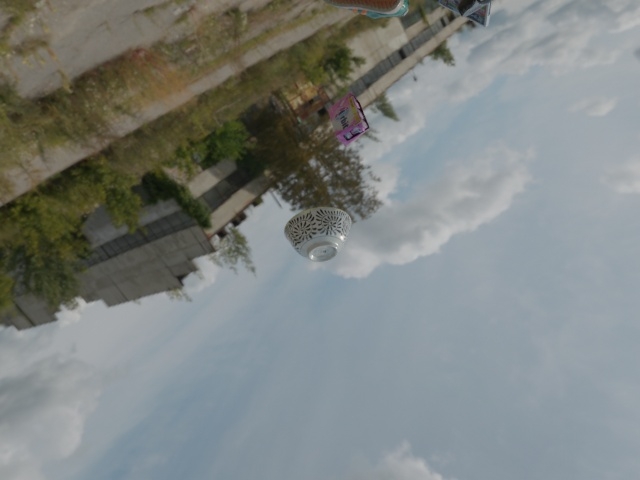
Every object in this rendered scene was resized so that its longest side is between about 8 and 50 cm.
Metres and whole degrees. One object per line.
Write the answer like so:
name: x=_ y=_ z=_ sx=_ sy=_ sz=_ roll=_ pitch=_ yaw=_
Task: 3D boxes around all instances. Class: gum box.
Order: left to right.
gum box: x=0.099 y=-0.427 z=1.834 sx=0.107 sy=0.062 sz=0.188 roll=-33 pitch=-138 yaw=21

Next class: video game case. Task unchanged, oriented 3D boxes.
video game case: x=0.478 y=-0.819 z=1.716 sx=0.023 sy=0.201 sz=0.183 roll=-48 pitch=157 yaw=-10

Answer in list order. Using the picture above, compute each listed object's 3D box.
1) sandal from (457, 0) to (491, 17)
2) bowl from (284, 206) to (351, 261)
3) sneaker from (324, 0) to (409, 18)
sandal: x=0.339 y=-0.497 z=1.021 sx=0.097 sy=0.054 sz=0.254 roll=-29 pitch=-178 yaw=8
bowl: x=0.000 y=0.000 z=1.265 sx=0.170 sy=0.170 sz=0.080 roll=-26 pitch=-127 yaw=19
sneaker: x=0.122 y=-0.719 z=1.539 sx=0.121 sy=0.302 sz=0.108 roll=-5 pitch=120 yaw=-63
